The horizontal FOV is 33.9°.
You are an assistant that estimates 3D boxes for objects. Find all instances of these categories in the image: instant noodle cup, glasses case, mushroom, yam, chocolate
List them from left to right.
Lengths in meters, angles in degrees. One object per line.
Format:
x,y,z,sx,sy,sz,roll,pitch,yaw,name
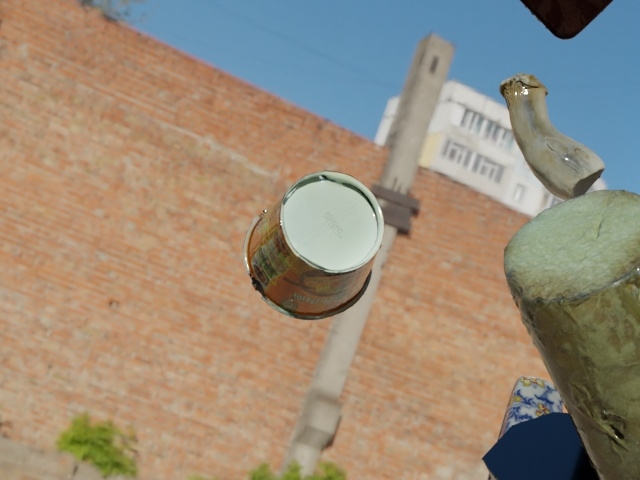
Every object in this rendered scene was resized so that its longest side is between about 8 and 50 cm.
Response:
0.000,0.000,1.732,0.230,0.230,0.182,21,-23,-7,instant noodle cup
0.302,0.303,1.539,0.087,0.248,0.065,19,-46,9,glasses case
0.341,-0.160,1.600,0.081,0.092,0.223,24,32,-56,mushroom
0.330,0.340,1.301,0.224,0.177,0.206,-4,17,38,chocolate
0.297,0.113,1.002,0.304,0.168,0.168,64,-20,-8,yam

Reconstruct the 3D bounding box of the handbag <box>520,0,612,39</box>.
0.425,-0.524,1.861,0.275,0.084,0.260,43,-35,2,handbag
